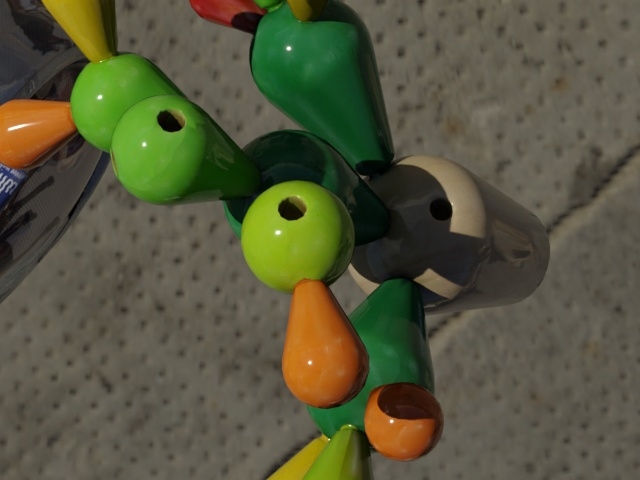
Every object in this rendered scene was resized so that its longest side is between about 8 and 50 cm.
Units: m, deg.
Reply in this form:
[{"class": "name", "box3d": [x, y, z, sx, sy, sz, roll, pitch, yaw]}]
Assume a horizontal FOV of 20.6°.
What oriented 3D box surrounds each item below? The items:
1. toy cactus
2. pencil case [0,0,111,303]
[{"class": "toy cactus", "box3d": [0.000, 0.000, 0.517, 0.112, 0.219, 0.180, -33, 152, 30]}, {"class": "pencil case", "box3d": [-0.301, -0.108, 0.817, 0.410, 0.183, 0.160, 30, 146, 4]}]
